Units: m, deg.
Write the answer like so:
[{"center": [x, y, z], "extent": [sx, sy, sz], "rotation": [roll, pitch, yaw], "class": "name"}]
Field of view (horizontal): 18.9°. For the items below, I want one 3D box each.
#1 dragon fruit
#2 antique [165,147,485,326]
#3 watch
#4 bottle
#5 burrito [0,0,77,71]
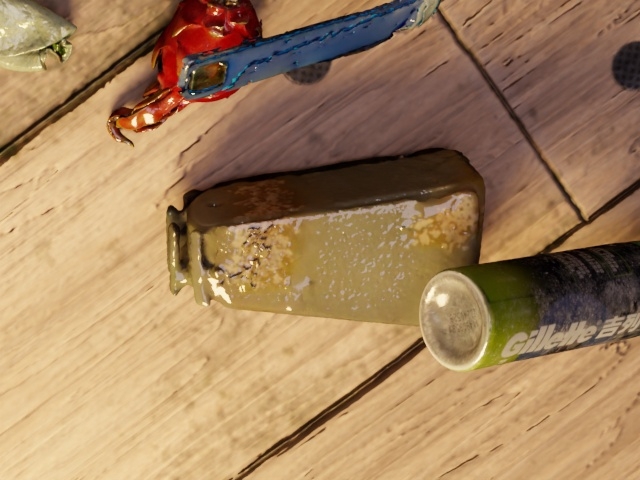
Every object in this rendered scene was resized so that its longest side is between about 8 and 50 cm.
[{"center": [-0.117, -0.152, 1.723], "extent": [0.094, 0.094, 0.190], "rotation": [33, 121, -19], "class": "dragon fruit"}, {"center": [0.000, 0.000, 1.762], "extent": [0.284, 0.125, 0.150], "rotation": [-2, 108, -10], "class": "antique"}, {"center": [-0.045, -0.275, 1.670], "extent": [0.274, 0.068, 0.276], "rotation": [-17, 72, -19], "class": "watch"}, {"center": [0.239, 0.053, 1.768], "extent": [0.330, 0.093, 0.093], "rotation": [-8, 112, -40], "class": "bottle"}, {"center": [-0.276, -0.184, 1.693], "extent": [0.118, 0.044, 0.074], "rotation": [20, 105, -14], "class": "burrito"}]
